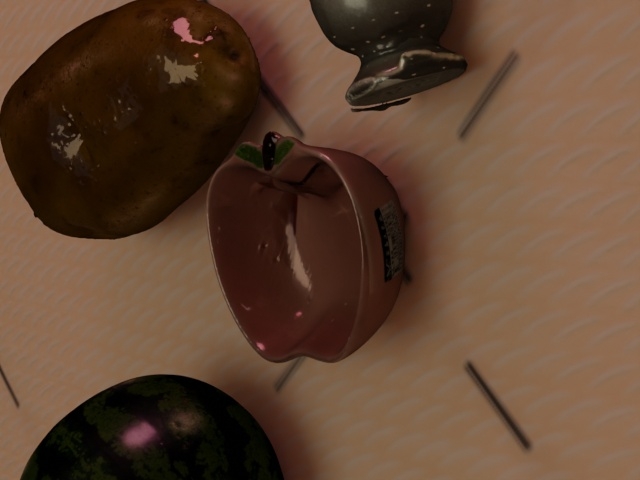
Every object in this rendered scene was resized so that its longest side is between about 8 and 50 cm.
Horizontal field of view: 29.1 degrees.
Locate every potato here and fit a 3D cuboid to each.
[{"bbox_3d":[-0.193,-0.118,1.209,0.369,0.176,0.195,-26,51,45],"label":"potato"}]

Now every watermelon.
[{"bbox_3d":[-0.160,0.262,1.178,0.269,0.269,0.269,13,108,48],"label":"watermelon"}]

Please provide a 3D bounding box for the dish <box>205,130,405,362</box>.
[{"bbox_3d":[0.000,0.000,1.053,0.213,0.090,0.213,17,113,46],"label":"dish"}]

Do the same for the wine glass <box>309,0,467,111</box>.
[{"bbox_3d":[0.041,-0.208,0.942,0.111,0.111,0.204,-17,87,50],"label":"wine glass"}]
